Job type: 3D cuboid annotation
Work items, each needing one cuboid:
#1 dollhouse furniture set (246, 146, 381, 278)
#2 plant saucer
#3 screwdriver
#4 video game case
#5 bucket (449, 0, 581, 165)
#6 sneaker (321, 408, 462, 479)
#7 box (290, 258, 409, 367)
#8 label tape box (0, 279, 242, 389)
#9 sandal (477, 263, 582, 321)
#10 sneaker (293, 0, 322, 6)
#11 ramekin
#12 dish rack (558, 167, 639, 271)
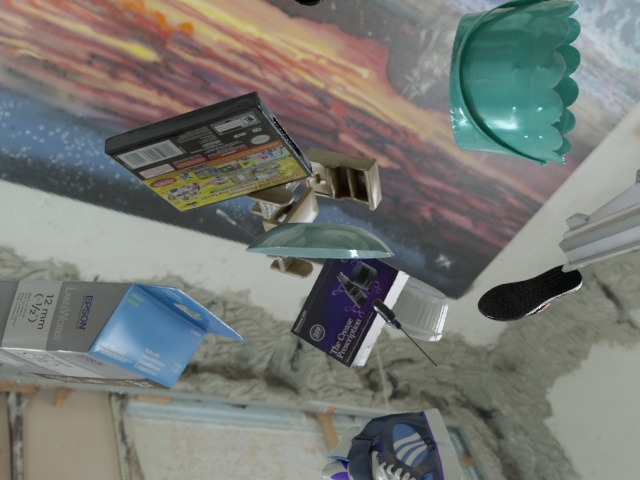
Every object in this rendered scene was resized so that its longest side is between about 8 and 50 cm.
[{"bbox_3d":[-0.002,-0.066,1.360,0.160,0.212,0.242,15,-129,26],"label":"dollhouse furniture set"},{"bbox_3d":[0.000,0.000,0.870,0.194,0.194,0.038,6,-97,-47],"label":"plant saucer"},{"bbox_3d":[0.158,0.174,1.249,0.170,0.024,0.025,47,163,-4],"label":"screwdriver"},{"bbox_3d":[-0.183,-0.142,1.156,0.248,0.274,0.035,47,-148,-61],"label":"video game case"},{"bbox_3d":[0.338,-0.272,1.151,0.183,0.281,0.281,4,-166,25],"label":"bucket"},{"bbox_3d":[0.121,0.415,1.153,0.323,0.236,0.130,-93,-14,-74],"label":"sneaker"},{"bbox_3d":[0.071,0.155,1.648,0.184,0.261,0.103,27,-178,26],"label":"box"},{"bbox_3d":[-0.330,0.153,1.036,0.249,0.347,0.115,56,-141,-62],"label":"label tape box"},{"bbox_3d":[0.344,0.093,1.097,0.179,0.040,0.067,-19,-126,-7],"label":"sandal"},{"bbox_3d":[-0.042,-0.448,0.981,0.169,0.258,0.447,9,175,-8],"label":"sneaker"},{"bbox_3d":[0.257,0.185,1.998,0.272,0.127,0.273,23,-171,-4],"label":"ramekin"},{"bbox_3d":[0.501,-0.075,0.960,0.072,0.285,0.333,58,166,4],"label":"dish rack"}]
